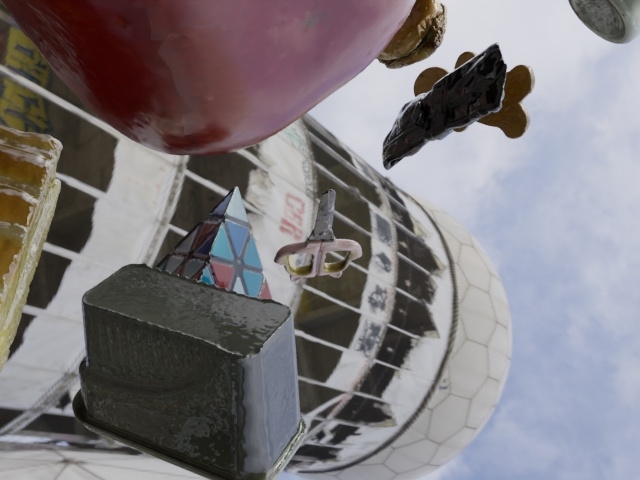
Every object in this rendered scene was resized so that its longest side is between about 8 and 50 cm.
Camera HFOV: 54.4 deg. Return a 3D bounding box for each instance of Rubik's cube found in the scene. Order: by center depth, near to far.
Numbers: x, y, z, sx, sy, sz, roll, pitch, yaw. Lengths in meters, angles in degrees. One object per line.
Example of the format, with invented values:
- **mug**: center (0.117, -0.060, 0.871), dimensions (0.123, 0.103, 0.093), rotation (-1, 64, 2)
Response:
- **Rubik's cube**: center (-0.165, 0.017, 1.210), dimensions (0.284, 0.250, 0.234), rotation (3, -103, 63)

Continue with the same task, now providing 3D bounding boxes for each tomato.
- **tomato**: center (-0.092, -0.222, 0.449), dimensions (0.293, 0.325, 0.290), rotation (-31, -118, -14)

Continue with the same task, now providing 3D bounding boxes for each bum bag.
- **bum bag**: center (0.195, -0.216, 1.022), dimensions (0.310, 0.074, 0.137), rotation (-23, -137, 55)

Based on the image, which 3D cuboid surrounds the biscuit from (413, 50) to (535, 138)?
- **biscuit**: center (0.297, -0.286, 1.215), dimensions (0.240, 0.035, 0.158), rotation (20, -62, 27)

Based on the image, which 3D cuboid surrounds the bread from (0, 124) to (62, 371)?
- **bread**: center (-0.346, -0.011, 0.470), dimensions (0.239, 0.246, 0.111), rotation (-98, -149, -47)

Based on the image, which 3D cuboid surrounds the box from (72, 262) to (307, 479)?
- **box**: center (-0.151, 0.140, 0.699), dimensions (0.274, 0.138, 0.178), rotation (13, -61, 21)

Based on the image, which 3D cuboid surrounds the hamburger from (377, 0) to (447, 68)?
- **hamburger**: center (0.147, -0.363, 1.062), dimensions (0.147, 0.083, 0.138), rotation (-12, -120, 40)

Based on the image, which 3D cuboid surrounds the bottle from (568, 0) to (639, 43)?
- **bottle**: center (0.396, -0.338, 0.684), dimensions (0.245, 0.104, 0.104), rotation (-44, -128, 6)

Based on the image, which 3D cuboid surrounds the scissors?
- **scissors**: center (0.000, 0.000, 1.054), dimensions (0.160, 0.317, 0.024), rotation (-4, -116, -6)
